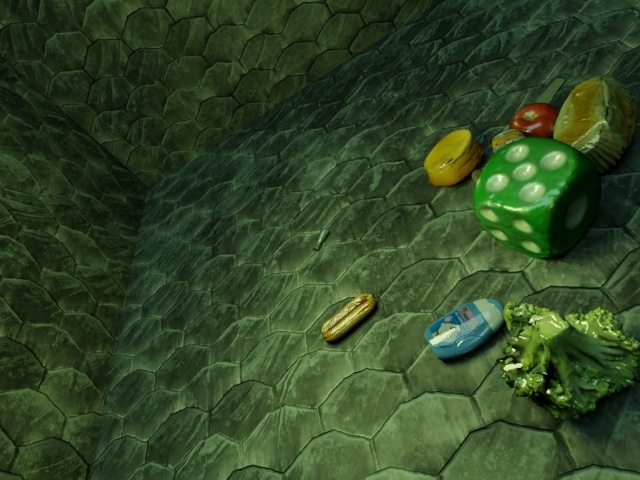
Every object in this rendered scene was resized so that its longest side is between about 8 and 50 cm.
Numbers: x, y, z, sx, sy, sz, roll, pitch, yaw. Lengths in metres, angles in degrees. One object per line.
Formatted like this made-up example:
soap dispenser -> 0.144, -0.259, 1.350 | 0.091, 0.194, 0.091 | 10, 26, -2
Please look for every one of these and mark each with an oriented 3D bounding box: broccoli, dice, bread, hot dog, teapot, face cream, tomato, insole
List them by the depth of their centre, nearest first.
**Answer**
broccoli -> 0.626, 0.293, 1.163 | 0.347, 0.281, 0.294 | -12, 46, 42
face cream -> 0.472, 0.279, 1.449 | 0.263, 0.083, 0.149 | -33, 44, 8
dice -> 0.703, -0.137, 1.483 | 0.287, 0.297, 0.300 | -51, 42, -7
bread -> 0.986, -0.407, 1.619 | 0.236, 0.183, 0.389 | 3, 62, 57
hot dog -> 0.109, 0.297, 1.721 | 0.249, 0.068, 0.100 | -38, 28, 0
tomato -> 0.841, -0.445, 1.771 | 0.195, 0.136, 0.195 | -22, 45, 24
bread -> 0.557, -0.339, 1.886 | 0.270, 0.143, 0.195 | -50, 30, -13
insole -> 0.976, -0.624, 1.924 | 0.192, 0.010, 0.063 | -49, 42, -11
teapot -> 0.000, 0.000, 2.093 | 0.042, 0.043, 0.111 | 9, 64, 42

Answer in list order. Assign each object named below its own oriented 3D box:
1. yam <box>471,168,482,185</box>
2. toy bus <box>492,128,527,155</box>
yam -> 0.645, -0.191, 1.763 | 0.056, 0.057, 0.241 | -24, 41, 18
toy bus -> 0.725, -0.314, 1.698 | 0.126, 0.210, 0.136 | -22, 34, 21
